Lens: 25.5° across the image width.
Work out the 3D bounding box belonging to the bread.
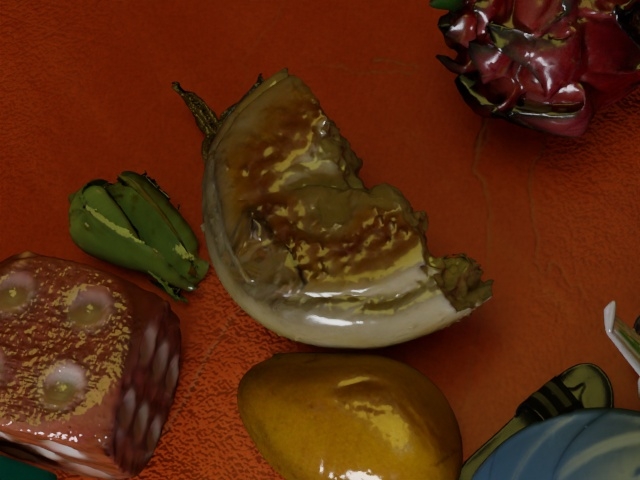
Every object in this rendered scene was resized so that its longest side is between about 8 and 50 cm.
[{"bbox_3d":[-0.001,0.005,1.349,0.192,0.171,0.314,-41,64,-6],"label":"bread"}]

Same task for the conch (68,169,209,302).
[{"bbox_3d":[-0.182,-0.012,1.452,0.170,0.079,0.105,32,81,6],"label":"conch"}]

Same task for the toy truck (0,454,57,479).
[{"bbox_3d":[-0.379,0.252,1.345,0.253,0.124,0.114,1,64,10],"label":"toy truck"}]

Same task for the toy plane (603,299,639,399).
[{"bbox_3d":[0.347,0.125,1.259,0.251,0.101,0.255,7,80,-24],"label":"toy plane"}]

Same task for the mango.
[{"bbox_3d":[0.026,0.170,1.306,0.227,0.109,0.147,24,97,20],"label":"mango"}]

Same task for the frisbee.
[{"bbox_3d":[0.240,0.285,1.189,0.290,0.049,0.289,-2,86,21],"label":"frisbee"}]

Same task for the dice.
[{"bbox_3d":[-0.237,0.121,1.342,0.179,0.175,0.173,9,67,16],"label":"dice"}]

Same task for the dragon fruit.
[{"bbox_3d":[0.254,-0.202,1.380,0.293,0.234,0.233,24,72,5],"label":"dragon fruit"}]

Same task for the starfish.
[{"bbox_3d":[-0.106,-0.125,1.499,0.130,0.041,0.133,38,72,15],"label":"starfish"}]

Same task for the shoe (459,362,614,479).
[{"bbox_3d":[0.200,0.179,1.298,0.179,0.049,0.071,-39,66,-7],"label":"shoe"}]
